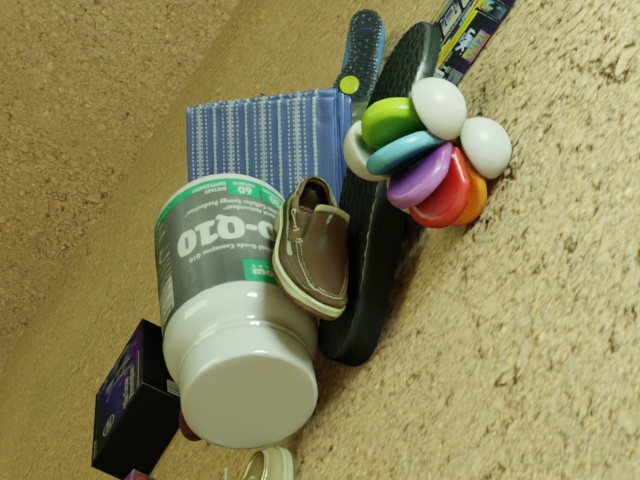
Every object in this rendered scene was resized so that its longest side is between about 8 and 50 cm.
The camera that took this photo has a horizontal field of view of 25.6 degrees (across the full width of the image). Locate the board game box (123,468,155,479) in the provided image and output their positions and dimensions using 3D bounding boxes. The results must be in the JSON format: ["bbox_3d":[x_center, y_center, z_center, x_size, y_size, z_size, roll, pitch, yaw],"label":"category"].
[{"bbox_3d":[-0.363,0.559,2.255,0.208,0.056,0.347,-52,19,43],"label":"board game box"}]

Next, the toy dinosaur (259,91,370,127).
[{"bbox_3d":[0.024,-0.158,2.083,0.268,0.064,0.118,4,79,26],"label":"toy dinosaur"}]

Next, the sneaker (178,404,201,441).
[{"bbox_3d":[-0.158,0.222,2.134,0.185,0.069,0.084,-64,11,-3],"label":"sneaker"}]

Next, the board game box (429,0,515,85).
[{"bbox_3d":[0.197,-0.298,1.946,0.170,0.048,0.141,-55,16,24],"label":"board game box"}]

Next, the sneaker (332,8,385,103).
[{"bbox_3d":[0.066,-0.270,2.290,0.082,0.069,0.209,70,-150,-67],"label":"sneaker"}]

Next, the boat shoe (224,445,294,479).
[{"bbox_3d":[-0.111,0.372,1.715,0.104,0.089,0.285,-37,29,56],"label":"boat shoe"}]

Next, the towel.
[{"bbox_3d":[-0.078,-0.094,2.087,0.336,0.040,0.243,0,93,45],"label":"towel"}]

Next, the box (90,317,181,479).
[{"bbox_3d":[-0.314,0.280,2.460,0.184,0.103,0.261,-60,16,15],"label":"box"}]

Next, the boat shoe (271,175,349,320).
[{"bbox_3d":[-0.007,-0.003,1.751,0.095,0.095,0.257,-60,24,22],"label":"boat shoe"}]

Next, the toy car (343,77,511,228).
[{"bbox_3d":[0.120,-0.084,1.611,0.159,0.182,0.136,-30,37,35],"label":"toy car"}]

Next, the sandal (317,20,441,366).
[{"bbox_3d":[0.097,-0.055,1.798,0.167,0.107,0.446,178,106,-70],"label":"sandal"}]

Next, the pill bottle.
[{"bbox_3d":[-0.112,0.090,1.873,0.204,0.204,0.361,-53,30,27],"label":"pill bottle"}]
